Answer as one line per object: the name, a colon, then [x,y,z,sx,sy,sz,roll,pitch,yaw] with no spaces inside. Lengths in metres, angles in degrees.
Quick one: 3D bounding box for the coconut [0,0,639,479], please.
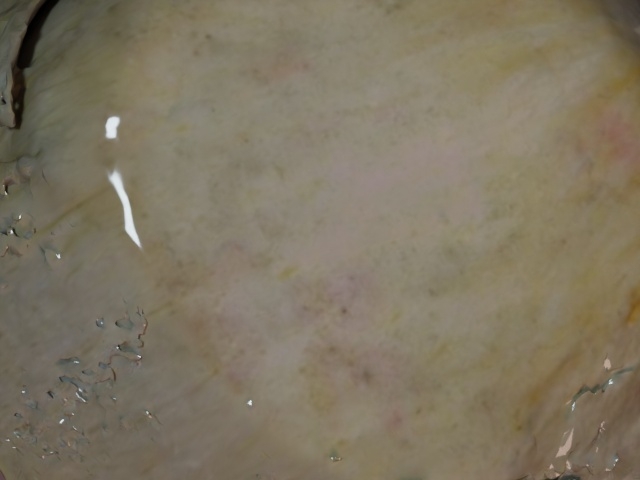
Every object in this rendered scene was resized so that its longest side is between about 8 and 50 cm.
coconut: [0.000,0.000,0.590,0.352,0.353,0.353,-20,156,-9]
